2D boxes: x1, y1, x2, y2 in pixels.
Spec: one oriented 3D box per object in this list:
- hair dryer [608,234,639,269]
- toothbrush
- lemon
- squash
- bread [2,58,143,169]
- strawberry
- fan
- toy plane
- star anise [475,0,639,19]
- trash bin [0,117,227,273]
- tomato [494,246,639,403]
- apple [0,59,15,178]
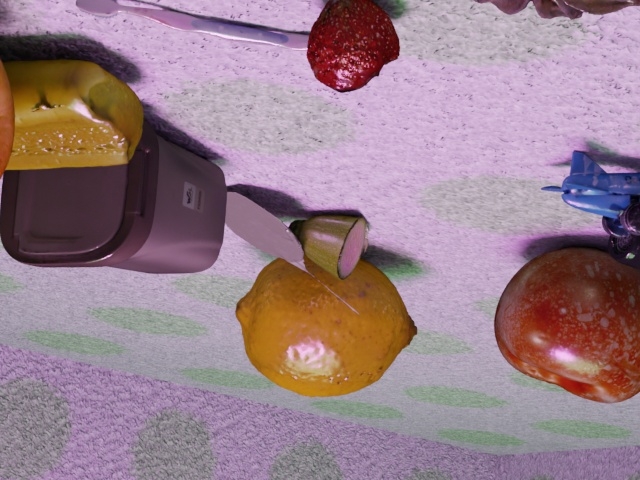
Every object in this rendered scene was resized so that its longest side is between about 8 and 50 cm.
[{"bbox_3d":[0.529,-0.014,1.942,0.128,0.070,0.255,16,155,-25],"label":"hair dryer"},{"bbox_3d":[-0.134,-0.237,1.520,0.269,0.021,0.027,9,177,-5],"label":"toothbrush"},{"bbox_3d":[0.009,0.138,2.342,0.310,0.253,0.253,5,164,-6],"label":"lemon"},{"bbox_3d":[-0.004,-0.007,2.171,0.132,0.105,0.105,19,169,22],"label":"squash"},{"bbox_3d":[-0.402,-0.163,1.731,0.383,0.112,0.166,-1,149,23],"label":"bread"},{"bbox_3d":[0.029,-0.207,1.434,0.106,0.106,0.106,7,164,2],"label":"strawberry"},{"bbox_3d":[-0.049,0.020,2.168,0.310,0.010,0.182,41,160,-19],"label":"fan"},{"bbox_3d":[0.429,-0.049,1.777,0.271,0.105,0.254,13,177,-5],"label":"toy plane"},{"bbox_3d":[0.202,-0.248,1.234,0.212,0.073,0.197,1,159,33],"label":"star anise"},{"bbox_3d":[-0.271,-0.053,1.903,0.219,0.220,0.250,0,169,32],"label":"trash bin"},{"bbox_3d":[0.409,0.121,2.156,0.270,0.223,0.270,27,170,5],"label":"tomato"},{"bbox_3d":[-0.502,-0.144,1.524,0.275,0.299,0.299,4,164,25],"label":"apple"}]
